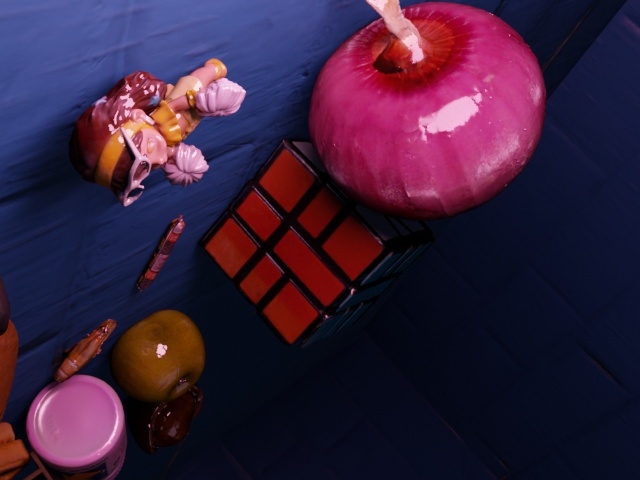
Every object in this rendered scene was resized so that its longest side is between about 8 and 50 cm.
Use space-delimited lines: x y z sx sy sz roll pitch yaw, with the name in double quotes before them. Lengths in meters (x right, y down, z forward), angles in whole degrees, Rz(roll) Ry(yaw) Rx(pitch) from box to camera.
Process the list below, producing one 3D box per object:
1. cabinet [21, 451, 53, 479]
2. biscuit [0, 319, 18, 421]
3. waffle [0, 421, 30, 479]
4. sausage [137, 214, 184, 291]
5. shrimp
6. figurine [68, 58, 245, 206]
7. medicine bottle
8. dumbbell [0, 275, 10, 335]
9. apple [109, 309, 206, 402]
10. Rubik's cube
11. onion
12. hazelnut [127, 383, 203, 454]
"cabinet" -0.515 0.522 1.377 0.174 0.215 0.148 -35 164 -25
"biscuit" -0.501 0.218 1.007 0.277 0.052 0.262 13 95 -72
"waffle" -0.671 0.428 1.321 0.224 0.098 0.327 -46 164 9
"sausage" -0.274 0.024 1.340 0.028 0.025 0.198 -7 145 -42
"shrimp" -0.421 0.202 1.430 0.162 0.045 0.095 -46 166 5
"figurine" -0.186 -0.138 0.915 0.240 0.116 0.175 -37 169 -43
"medicine bottle" -0.479 0.395 1.568 0.178 0.178 0.291 -35 164 -27
"dumbbell" -0.440 0.073 0.766 0.218 0.152 0.152 -30 162 -40
"apple" -0.324 0.238 1.576 0.196 0.157 0.196 -39 157 -20
"Rubik's cube" 0.000 0.000 1.486 0.283 0.294 0.288 -45 164 21
"onion" 0.151 -0.202 1.166 0.358 0.358 0.345 -44 163 6
"hazelnut" -0.388 0.433 1.975 0.201 0.161 0.170 -33 163 -15
